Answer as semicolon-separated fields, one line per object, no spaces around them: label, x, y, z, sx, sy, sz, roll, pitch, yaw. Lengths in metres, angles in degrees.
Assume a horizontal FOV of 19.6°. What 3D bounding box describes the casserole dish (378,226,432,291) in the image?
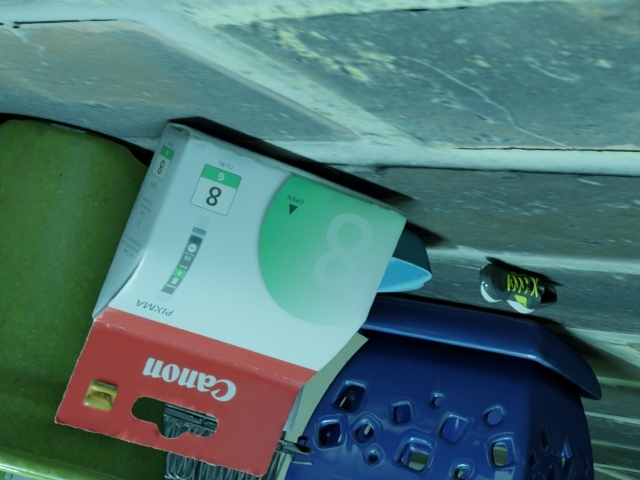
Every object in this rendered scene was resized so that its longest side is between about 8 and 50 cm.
casserole dish;0.000;0.000;1.412;0.188;0.037;0.114;17;161;-34

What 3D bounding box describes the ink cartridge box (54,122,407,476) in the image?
ink cartridge box;-0.062;0.051;1.292;0.181;0.224;0.056;19;-177;-29

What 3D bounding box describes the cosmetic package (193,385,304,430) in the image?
cosmetic package;-0.195;0.071;1.775;0.217;0.156;0.385;23;168;-33

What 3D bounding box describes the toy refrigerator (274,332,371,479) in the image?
toy refrigerator;0.026;0.230;2.005;0.102;0.269;0.094;6;167;35

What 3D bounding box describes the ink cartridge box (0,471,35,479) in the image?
ink cartridge box;-0.311;0.197;1.878;0.062;0.109;0.209;9;167;26

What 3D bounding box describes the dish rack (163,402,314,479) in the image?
dish rack;-0.130;0.183;1.657;0.208;0.074;0.271;18;168;-18

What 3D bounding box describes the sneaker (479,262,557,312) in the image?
sneaker;0.157;0.035;1.469;0.035;0.031;0.083;-12;160;38

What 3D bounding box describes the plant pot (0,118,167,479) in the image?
plant pot;-0.215;0.051;1.416;0.276;0.253;0.276;14;171;2

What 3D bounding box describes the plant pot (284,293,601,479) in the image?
plant pot;0.132;0.180;1.752;0.236;0.212;0.236;8;168;27
